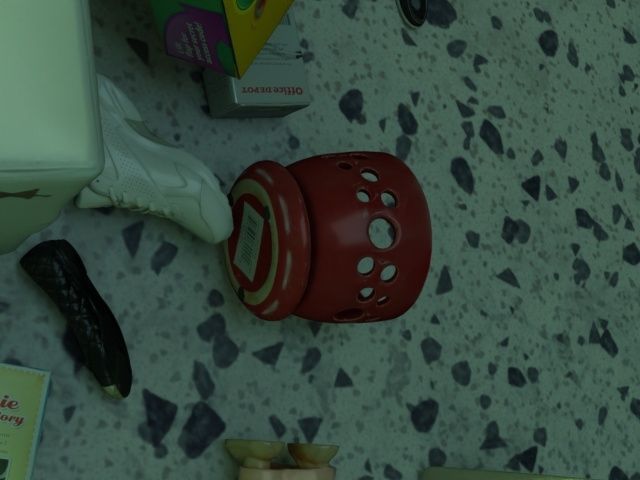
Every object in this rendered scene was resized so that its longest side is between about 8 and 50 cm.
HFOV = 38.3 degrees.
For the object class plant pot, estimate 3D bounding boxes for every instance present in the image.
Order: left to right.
[{"bbox_3d":[0.000,0.000,0.995,0.174,0.191,0.191,-4,81,-32],"label":"plant pot"}]

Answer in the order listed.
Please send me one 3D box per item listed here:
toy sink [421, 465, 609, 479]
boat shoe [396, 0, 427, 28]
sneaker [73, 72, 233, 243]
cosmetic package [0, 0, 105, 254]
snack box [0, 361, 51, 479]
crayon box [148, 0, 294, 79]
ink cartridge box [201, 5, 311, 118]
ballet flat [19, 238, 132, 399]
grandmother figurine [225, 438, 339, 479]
[{"bbox_3d":[0.246,0.363,1.103,0.131,0.234,0.153,40,52,-57],"label":"toy sink"},{"bbox_3d":[0.132,-0.356,1.271,0.046,0.038,0.125,8,74,-34],"label":"boat shoe"},{"bbox_3d":[-0.195,-0.060,0.943,0.232,0.090,0.115,40,65,-11],"label":"sneaker"},{"bbox_3d":[-0.370,-0.194,0.666,0.327,0.329,0.394,-4,81,-29],"label":"cosmetic package"},{"bbox_3d":[-0.395,0.170,0.746,0.321,0.060,0.187,18,69,-32],"label":"snack box"},{"bbox_3d":[-0.065,-0.389,0.852,0.106,0.363,0.313,20,62,17],"label":"crayon box"},{"bbox_3d":[-0.082,-0.219,1.067,0.109,0.063,0.151,-7,83,-37],"label":"ink cartridge box"},{"bbox_3d":[-0.234,0.079,0.905,0.173,0.049,0.057,65,10,-7],"label":"ballet flat"},{"bbox_3d":[-0.035,0.381,0.939,0.207,0.104,0.343,6,77,-6],"label":"grandmother figurine"}]
